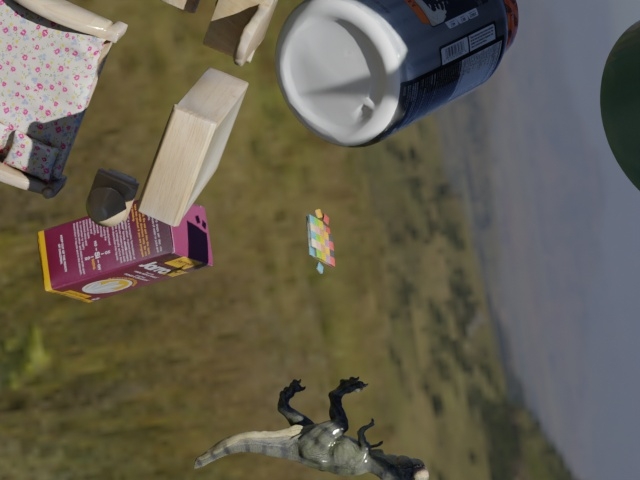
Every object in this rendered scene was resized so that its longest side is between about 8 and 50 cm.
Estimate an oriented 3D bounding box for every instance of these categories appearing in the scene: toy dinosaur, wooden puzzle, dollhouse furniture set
[{"bbox_3d":[-0.005,0.217,2.153,0.064,0.268,0.118,83,13,-64],"label":"toy dinosaur"},{"bbox_3d":[0.000,0.000,2.137,0.049,0.006,0.083,30,48,-53],"label":"wooden puzzle"},{"bbox_3d":[-0.261,-0.172,1.861,0.174,0.356,0.303,-66,179,-68],"label":"dollhouse furniture set"}]

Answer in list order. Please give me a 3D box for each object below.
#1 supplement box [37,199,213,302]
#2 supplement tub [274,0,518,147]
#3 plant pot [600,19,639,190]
[{"bbox_3d":[-0.241,0.010,2.319,0.104,0.188,0.080,22,55,-63],"label":"supplement box"},{"bbox_3d":[0.104,-0.247,2.317,0.316,0.194,0.193,-31,115,-50],"label":"supplement tub"},{"bbox_3d":[0.559,-0.196,2.483,0.235,0.293,0.293,-22,-106,61],"label":"plant pot"}]
